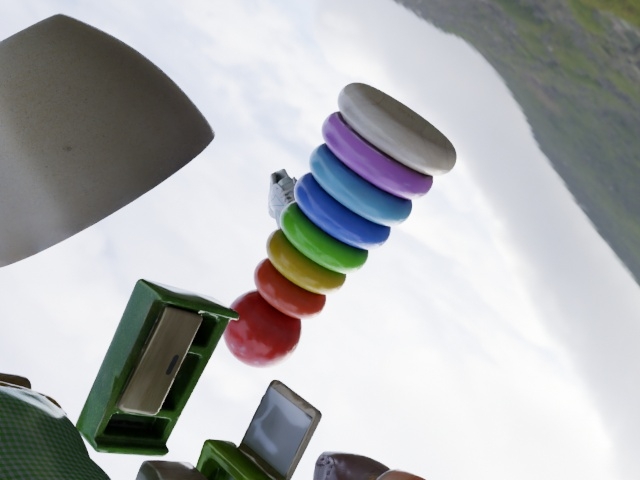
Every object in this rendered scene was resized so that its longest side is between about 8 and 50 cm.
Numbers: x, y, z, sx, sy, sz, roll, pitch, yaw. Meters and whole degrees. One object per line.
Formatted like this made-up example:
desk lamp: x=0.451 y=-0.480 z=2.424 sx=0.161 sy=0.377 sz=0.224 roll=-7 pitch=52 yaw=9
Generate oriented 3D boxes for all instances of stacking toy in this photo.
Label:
stacking toy: x=0.000 y=0.000 z=0.965 sx=0.141 sy=0.330 sz=0.141 roll=31 pitch=-161 yaw=-12

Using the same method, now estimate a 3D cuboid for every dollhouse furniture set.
dollhouse furniture set: x=-0.158 y=0.123 z=0.676 sx=0.198 sy=0.151 sz=0.302 roll=31 pitch=-174 yaw=39

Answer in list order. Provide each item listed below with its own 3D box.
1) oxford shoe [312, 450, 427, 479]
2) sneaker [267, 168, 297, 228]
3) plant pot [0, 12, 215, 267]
oxford shoe: x=0.021 y=0.396 z=0.934 sx=0.133 sy=0.363 sz=0.130 roll=16 pitch=-174 yaw=39
sneaker: x=-0.038 y=-0.044 z=1.133 sx=0.152 sy=0.054 sz=0.061 roll=-134 pitch=31 yaw=-59
plant pot: x=-0.283 y=-0.126 z=0.953 sx=0.191 sy=0.284 sz=0.284 roll=60 pitch=-161 yaw=-17
